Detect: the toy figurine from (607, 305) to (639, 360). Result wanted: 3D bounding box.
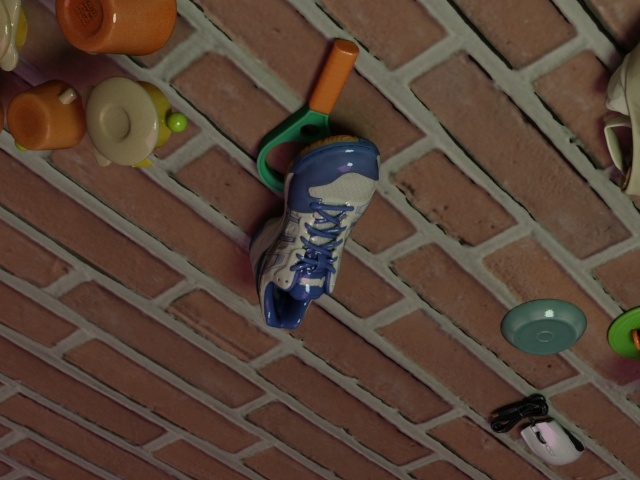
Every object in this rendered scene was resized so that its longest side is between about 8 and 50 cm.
[{"bbox_3d":[0.474,0.198,1.374,0.130,0.159,0.173,-17,135,22],"label":"toy figurine"}]

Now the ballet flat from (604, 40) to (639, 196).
[{"bbox_3d":[0.343,-0.135,1.082,0.086,0.086,0.248,-9,137,13],"label":"ballet flat"}]

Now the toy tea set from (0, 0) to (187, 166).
[{"bbox_3d":[-0.271,-0.182,1.048,0.335,0.124,0.200,3,106,28],"label":"toy tea set"}]

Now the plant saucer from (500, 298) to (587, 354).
[{"bbox_3d":[0.312,0.127,1.409,0.119,0.021,0.119,2,137,2],"label":"plant saucer"}]

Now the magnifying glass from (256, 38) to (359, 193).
[{"bbox_3d":[-0.009,-0.133,1.143,0.092,0.026,0.231,15,136,-12],"label":"magnifying glass"}]

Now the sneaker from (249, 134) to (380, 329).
[{"bbox_3d":[0.000,0.000,1.186,0.111,0.131,0.296,5,146,-18],"label":"sneaker"}]

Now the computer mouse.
[{"bbox_3d":[0.356,0.312,1.595,0.106,0.042,0.193,-30,128,30],"label":"computer mouse"}]
